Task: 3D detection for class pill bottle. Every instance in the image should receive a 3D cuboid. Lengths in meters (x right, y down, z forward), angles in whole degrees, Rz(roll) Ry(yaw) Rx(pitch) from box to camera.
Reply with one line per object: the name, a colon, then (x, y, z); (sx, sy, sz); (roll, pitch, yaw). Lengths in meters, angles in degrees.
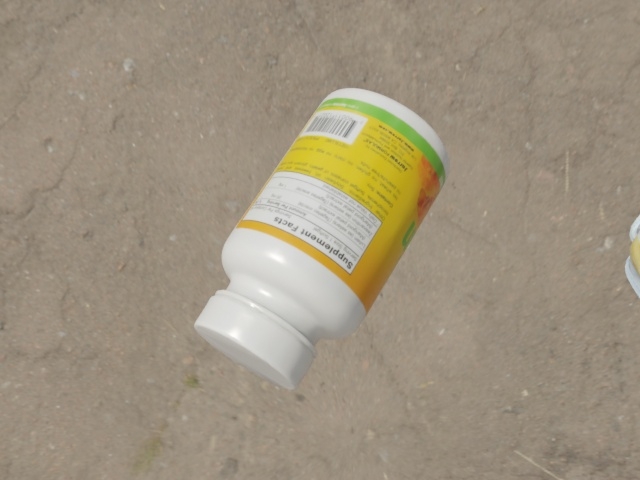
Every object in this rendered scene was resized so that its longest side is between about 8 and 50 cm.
pill bottle: (0.000, 0.000, 0.662); (0.136, 0.136, 0.246); (30, 71, 9)

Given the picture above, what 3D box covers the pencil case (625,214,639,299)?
pencil case: (0.212, 0.097, 0.275); (0.113, 0.124, 0.273); (5, 66, -43)
